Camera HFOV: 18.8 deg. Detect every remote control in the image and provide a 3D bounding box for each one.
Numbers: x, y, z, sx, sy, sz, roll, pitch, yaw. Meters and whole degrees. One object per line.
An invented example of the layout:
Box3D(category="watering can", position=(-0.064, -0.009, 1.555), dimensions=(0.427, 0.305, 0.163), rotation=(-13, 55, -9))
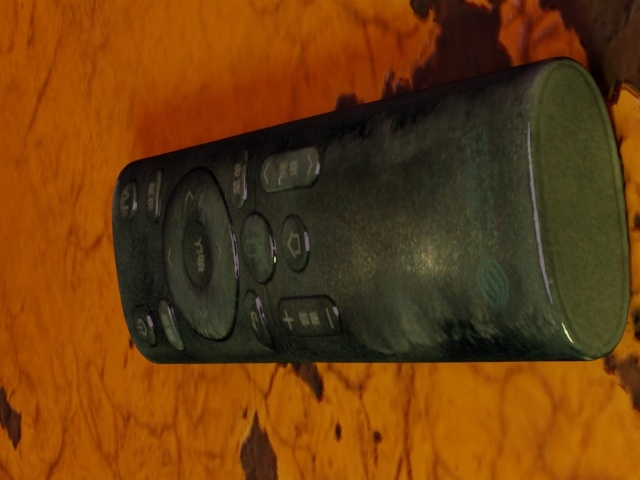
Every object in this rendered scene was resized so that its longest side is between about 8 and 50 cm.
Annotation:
Box3D(category="remote control", position=(0.000, 0.000, 0.825), dimensions=(0.377, 0.044, 0.107), rotation=(-6, 86, 61))
